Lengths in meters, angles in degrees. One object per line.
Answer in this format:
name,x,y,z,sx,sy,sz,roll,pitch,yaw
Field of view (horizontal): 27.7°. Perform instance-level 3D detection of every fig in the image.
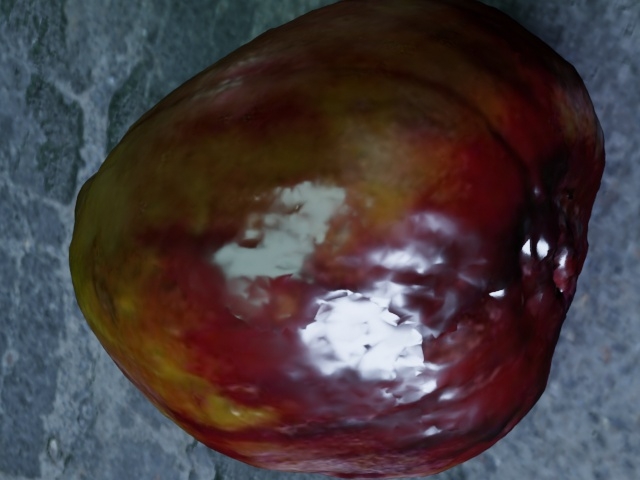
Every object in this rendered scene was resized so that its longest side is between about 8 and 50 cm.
fig,0.010,0.003,0.609,0.263,0.224,0.224,-23,87,12
